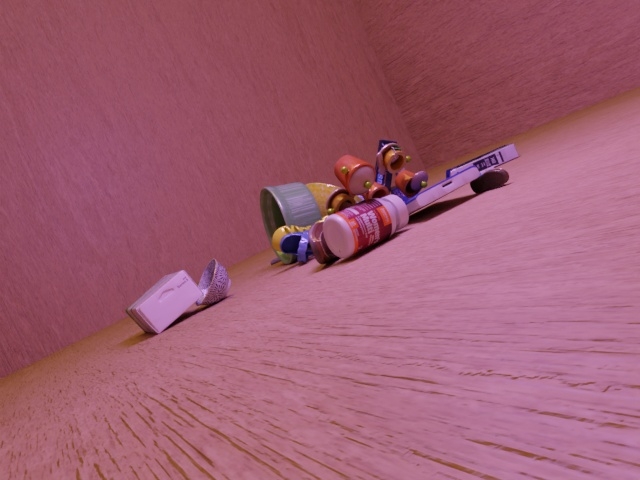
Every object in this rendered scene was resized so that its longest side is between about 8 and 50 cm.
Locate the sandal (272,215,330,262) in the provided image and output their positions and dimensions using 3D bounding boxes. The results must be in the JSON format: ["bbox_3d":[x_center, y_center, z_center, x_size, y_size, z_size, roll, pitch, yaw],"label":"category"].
[{"bbox_3d":[0.000,0.000,1.840,0.317,0.126,0.138,-19,39,-24],"label":"sandal"}]

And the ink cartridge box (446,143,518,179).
[{"bbox_3d":[0.624,-0.298,2.173,0.332,0.065,0.165,-25,5,10],"label":"ink cartridge box"}]

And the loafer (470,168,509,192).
[{"bbox_3d":[0.482,-0.175,1.504,0.050,0.056,0.148,-33,7,-21],"label":"loafer"}]

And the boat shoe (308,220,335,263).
[{"bbox_3d":[0.062,-0.020,1.566,0.116,0.123,0.324,-20,7,24],"label":"boat shoe"}]

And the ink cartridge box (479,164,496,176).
[{"bbox_3d":[0.579,-0.234,1.854,0.083,0.028,0.048,-25,5,1],"label":"ink cartridge box"}]

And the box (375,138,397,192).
[{"bbox_3d":[0.233,-0.225,2.018,0.073,0.294,0.295,7,7,5],"label":"box"}]

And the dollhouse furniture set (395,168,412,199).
[{"bbox_3d":[0.262,-0.230,2.434,0.303,0.198,0.286,-24,4,7],"label":"dollhouse furniture set"}]

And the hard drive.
[{"bbox_3d":[0.322,-0.129,1.625,0.210,0.040,0.318,-27,-2,-14],"label":"hard drive"}]

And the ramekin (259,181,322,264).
[{"bbox_3d":[-0.107,-0.075,2.021,0.148,0.304,0.303,-18,2,-20],"label":"ramekin"}]

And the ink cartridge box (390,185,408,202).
[{"bbox_3d":[0.307,-0.163,2.052,0.046,0.097,0.207,-23,5,8],"label":"ink cartridge box"}]

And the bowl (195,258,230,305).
[{"bbox_3d":[-0.360,0.154,1.833,0.080,0.170,0.170,22,-18,-24],"label":"bowl"}]

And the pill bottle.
[{"bbox_3d":[0.125,-0.044,1.435,0.221,0.121,0.121,-24,3,-30],"label":"pill bottle"}]

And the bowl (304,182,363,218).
[{"bbox_3d":[0.035,-0.098,2.155,0.289,0.289,0.156,-16,52,63],"label":"bowl"}]

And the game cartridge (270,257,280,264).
[{"bbox_3d":[-0.190,0.086,2.337,0.056,0.017,0.083,-28,4,3],"label":"game cartridge"}]

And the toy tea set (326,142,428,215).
[{"bbox_3d":[0.178,-0.160,1.508,0.336,0.200,0.124,-19,41,-24],"label":"toy tea set"}]

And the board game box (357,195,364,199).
[{"bbox_3d":[0.140,-0.146,2.249,0.136,0.035,0.201,14,-14,9],"label":"board game box"}]

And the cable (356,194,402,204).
[{"bbox_3d":[0.164,-0.112,1.713,0.184,0.047,0.150,-10,-8,-34],"label":"cable"}]

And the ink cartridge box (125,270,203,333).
[{"bbox_3d":[-0.540,0.212,1.827,0.198,0.115,0.273,-44,13,-25],"label":"ink cartridge box"}]
